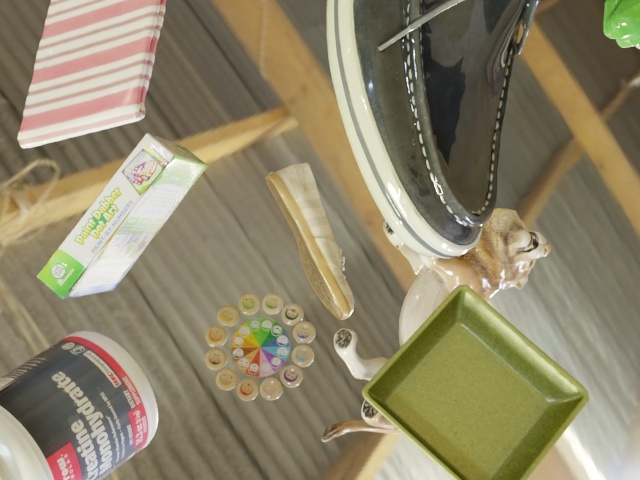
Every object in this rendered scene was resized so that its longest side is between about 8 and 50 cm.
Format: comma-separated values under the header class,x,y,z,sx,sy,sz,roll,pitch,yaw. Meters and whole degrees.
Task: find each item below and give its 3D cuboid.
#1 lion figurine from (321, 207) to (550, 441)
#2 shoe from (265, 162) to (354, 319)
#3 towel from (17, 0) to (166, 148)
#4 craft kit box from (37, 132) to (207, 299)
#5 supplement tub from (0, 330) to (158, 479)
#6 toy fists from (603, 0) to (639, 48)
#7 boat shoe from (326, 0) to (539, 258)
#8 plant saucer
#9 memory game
class,x,y,z,sx,sy,sz,roll,pitch,yaw
lion figurine,0.150,0.115,1.508,0.142,0.392,0.240,25,174,41
shoe,0.000,0.000,1.494,0.219,0.058,0.076,65,164,-7
towel,-0.204,-0.180,1.056,0.029,0.144,0.197,38,-129,-49
craft kit box,-0.273,-0.033,1.613,0.061,0.246,0.250,41,-177,3
supplement tub,-0.369,0.259,1.500,0.272,0.191,0.191,-35,-85,-42
toy fists,0.528,-0.350,1.616,0.279,0.142,0.096,-21,-102,-22
boat shoe,0.115,-0.236,0.918,0.187,0.156,0.500,8,-97,-53
plant saucer,0.163,0.172,1.215,0.188,0.045,0.188,42,-119,9
memory game,-0.099,0.170,1.830,0.012,0.186,0.186,68,-178,-69
